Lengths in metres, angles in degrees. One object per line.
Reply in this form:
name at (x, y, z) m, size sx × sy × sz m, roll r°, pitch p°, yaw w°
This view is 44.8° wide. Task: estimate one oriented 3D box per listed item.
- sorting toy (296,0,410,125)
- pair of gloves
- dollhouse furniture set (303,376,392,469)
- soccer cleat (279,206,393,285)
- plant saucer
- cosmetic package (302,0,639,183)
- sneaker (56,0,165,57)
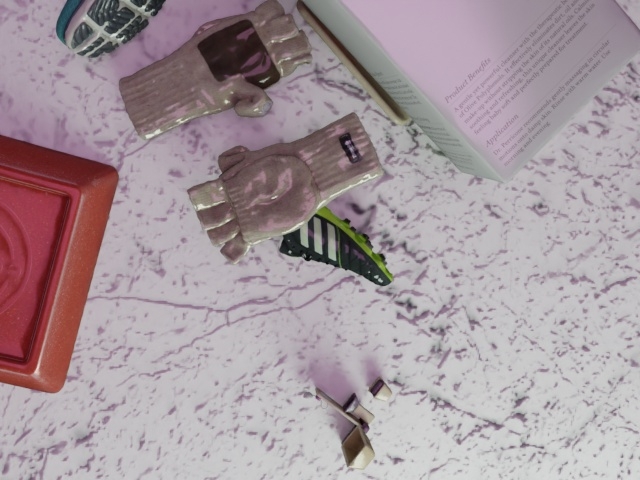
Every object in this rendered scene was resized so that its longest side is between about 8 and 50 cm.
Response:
sorting toy at (0.100, -0.254, 0.842) m, size 0.196 × 0.047 × 0.347 m, roll -43°, pitch 101°, yaw -2°
pair of gloves at (-0.074, -0.119, 0.813) m, size 0.204 × 0.042 × 0.240 m, roll -33°, pitch 84°, yaw 0°
dollhouse furniture set at (0.029, 0.187, 0.849) m, size 0.081 × 0.114 × 0.091 m, roll 38°, pitch 92°, yaw -7°
soccer cleat at (0.000, 0.000, 0.854) m, size 0.179 × 0.060 × 0.072 m, roll 39°, pitch 99°, yaw -5°
plant saucer at (-0.367, 0.016, 0.796) m, size 0.258 × 0.048 × 0.259 m, roll 15°, pitch 95°, yaw -11°
cosmetic package at (0.104, -0.252, 0.742) m, size 0.197 × 0.155 × 0.365 m, roll -44°, pitch 100°, yaw 2°
sneaker at (-0.196, -0.313, 0.775) m, size 0.110 × 0.107 × 0.275 m, roll 24°, pitch 87°, yaw 8°
